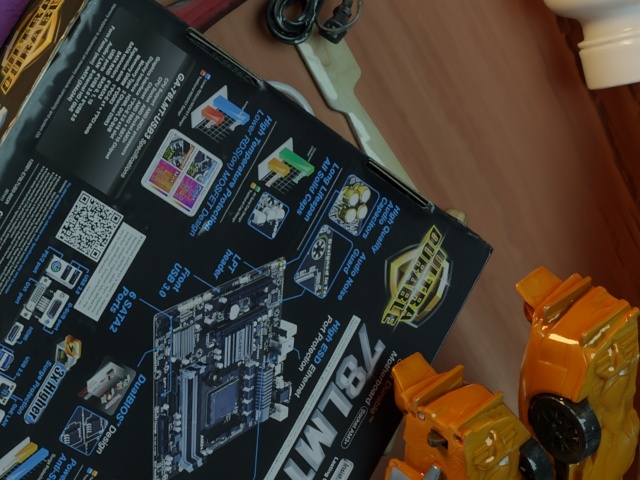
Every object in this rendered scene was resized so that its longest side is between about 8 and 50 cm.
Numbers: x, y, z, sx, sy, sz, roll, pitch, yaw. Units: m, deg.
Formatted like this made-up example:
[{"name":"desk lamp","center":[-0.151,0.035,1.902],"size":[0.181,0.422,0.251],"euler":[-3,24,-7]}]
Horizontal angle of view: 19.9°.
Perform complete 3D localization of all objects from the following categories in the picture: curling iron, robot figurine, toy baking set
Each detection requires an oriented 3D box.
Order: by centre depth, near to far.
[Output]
[{"name":"curling iron","center":[-0.082,-0.105,1.039],"size":[0.274,0.035,0.068],"euler":[-30,85,-27]},{"name":"robot figurine","center":[0.107,0.165,1.056],"size":[0.211,0.085,0.291],"euler":[-30,139,-31]},{"name":"toy baking set","center":[0.005,0.004,1.094],"size":[0.196,0.030,0.256],"euler":[32,72,-26]}]

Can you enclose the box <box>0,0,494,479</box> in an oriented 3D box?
[{"name":"box","center":[-0.087,0.056,0.944],"size":[0.293,0.073,0.296],"euler":[33,83,-35]}]

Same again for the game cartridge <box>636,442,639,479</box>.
[{"name":"game cartridge","center":[0.321,0.030,1.210],"size":[0.285,0.052,0.324],"euler":[0,96,-46]}]

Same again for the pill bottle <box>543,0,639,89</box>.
[{"name":"pill bottle","center":[0.192,-0.213,1.167],"size":[0.124,0.124,0.222],"euler":[-15,96,-31]}]

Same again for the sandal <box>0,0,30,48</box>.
[{"name":"sandal","center":[-0.148,-0.209,0.950],"size":[0.169,0.102,0.416],"euler":[-7,88,-21]}]
